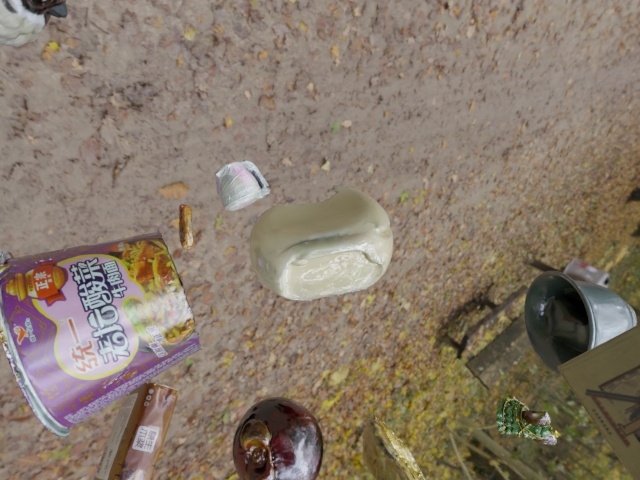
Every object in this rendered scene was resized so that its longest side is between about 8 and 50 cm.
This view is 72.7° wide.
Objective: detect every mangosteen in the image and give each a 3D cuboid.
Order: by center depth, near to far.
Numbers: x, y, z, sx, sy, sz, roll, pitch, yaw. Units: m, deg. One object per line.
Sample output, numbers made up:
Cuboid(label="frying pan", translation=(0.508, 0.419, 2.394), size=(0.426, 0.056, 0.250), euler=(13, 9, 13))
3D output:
Cuboid(label="mangosteen", translation=(-0.070, 0.319, 0.675), size=(0.152, 0.152, 0.153), euler=(-29, 135, -34))

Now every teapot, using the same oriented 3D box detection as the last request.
Cuboid(label="teapot", translation=(-0.309, -0.233, 1.722), size=(0.221, 0.163, 0.178), euler=(-26, 91, -23))

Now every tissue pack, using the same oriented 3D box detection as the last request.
Cuboid(label="tissue pack", translation=(-0.413, 0.439, 0.970), size=(0.092, 0.183, 0.226), euler=(32, 54, -27))

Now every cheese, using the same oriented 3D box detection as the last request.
Cuboid(label="cheese", translation=(0.000, 0.000, 0.801), size=(0.265, 0.233, 0.127), euler=(-10, 121, -3))

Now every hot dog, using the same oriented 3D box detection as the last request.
Cuboid(label="hot dog", translation=(-0.401, -0.042, 1.290), size=(0.038, 0.144, 0.062), euler=(0, 156, -25))

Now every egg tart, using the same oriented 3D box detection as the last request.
Cuboid(label="egg tart", translation=(0.154, 0.472, 0.872), size=(0.098, 0.252, 0.232), euler=(-36, -179, -6))

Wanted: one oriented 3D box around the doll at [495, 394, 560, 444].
Cuboid(label="doll", translation=(0.384, 0.350, 0.822), size=(0.076, 0.113, 0.078), euler=(-26, 106, -13))

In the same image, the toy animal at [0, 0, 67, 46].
Cuboid(label="toy animal", translation=(-0.211, -0.188, 0.253), size=(0.098, 0.098, 0.137), euler=(-45, 128, -18))

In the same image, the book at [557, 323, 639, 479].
Cuboid(label="book", translation=(0.429, 0.166, 0.505), size=(0.231, 0.161, 0.026), euler=(-38, 136, 19))

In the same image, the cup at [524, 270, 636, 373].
Cuboid(label="cup", translation=(0.528, 0.157, 0.862), size=(0.149, 0.199, 0.199), euler=(-1, 123, -8))

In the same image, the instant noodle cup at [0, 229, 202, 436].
Cuboid(label="instant noodle cup", translation=(-0.388, 0.137, 0.805), size=(0.265, 0.340, 0.340), euler=(-21, 131, -21))
